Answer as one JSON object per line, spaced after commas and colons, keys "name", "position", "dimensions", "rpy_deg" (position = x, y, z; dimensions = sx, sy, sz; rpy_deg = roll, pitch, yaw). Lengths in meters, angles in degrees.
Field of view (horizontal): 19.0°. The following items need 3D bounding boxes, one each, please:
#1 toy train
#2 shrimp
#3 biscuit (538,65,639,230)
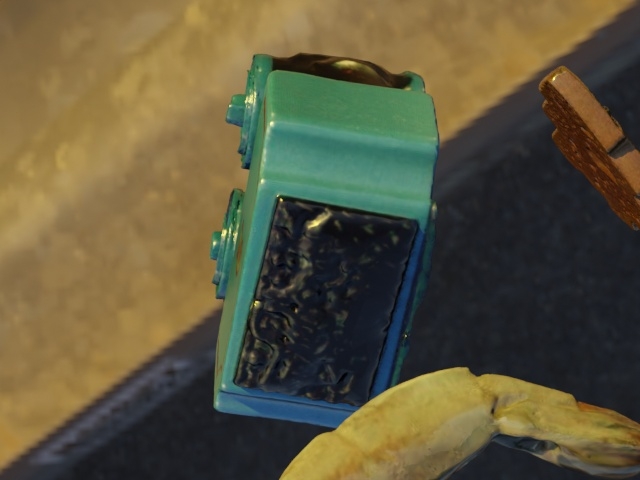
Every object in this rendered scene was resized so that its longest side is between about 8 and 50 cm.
{"name": "toy train", "position": [0.000, 0.000, 1.639], "dimensions": [0.188, 0.265, 0.300], "rpy_deg": [8, 120, -7]}
{"name": "shrimp", "position": [0.132, 0.196, 1.111], "dimensions": [0.360, 0.247, 0.085], "rpy_deg": [4, 161, -2]}
{"name": "biscuit", "position": [0.107, -0.037, 0.732], "dimensions": [0.016, 0.082, 0.092], "rpy_deg": [-37, 131, -3]}
